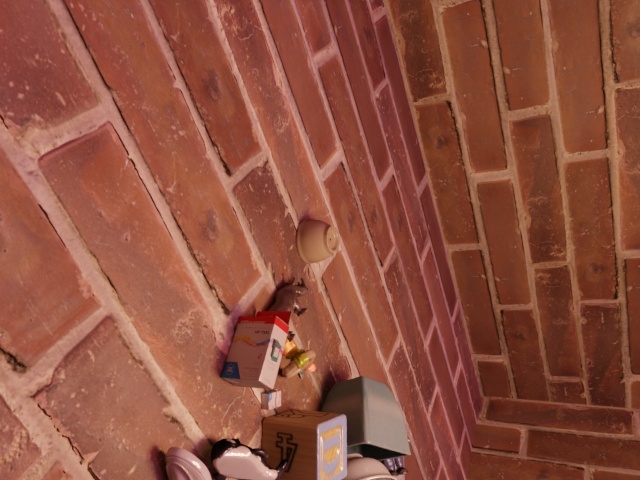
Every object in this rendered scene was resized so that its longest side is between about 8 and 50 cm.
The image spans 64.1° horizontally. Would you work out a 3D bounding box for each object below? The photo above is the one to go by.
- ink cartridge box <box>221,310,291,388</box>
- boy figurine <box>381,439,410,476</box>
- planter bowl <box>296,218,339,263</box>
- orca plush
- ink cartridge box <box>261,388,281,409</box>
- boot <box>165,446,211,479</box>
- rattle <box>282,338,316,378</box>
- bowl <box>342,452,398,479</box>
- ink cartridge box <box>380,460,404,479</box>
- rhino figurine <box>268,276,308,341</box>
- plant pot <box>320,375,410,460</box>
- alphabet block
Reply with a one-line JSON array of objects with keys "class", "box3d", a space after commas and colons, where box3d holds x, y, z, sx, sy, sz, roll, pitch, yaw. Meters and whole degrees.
[{"class": "ink cartridge box", "box3d": [-0.175, 0.290, 1.435, 0.078, 0.134, 0.231, 49, 45, -46]}, {"class": "boy figurine", "box3d": [0.301, 0.859, 2.204, 0.177, 0.092, 0.285, -3, 71, -18]}, {"class": "planter bowl", "box3d": [0.000, 0.000, 1.813, 0.162, 0.109, 0.162, 12, 76, -59]}, {"class": "orca plush", "box3d": [-0.198, 0.578, 1.391, 0.287, 0.151, 0.102, 29, 24, -40]}, {"class": "ink cartridge box", "box3d": [-0.146, 0.488, 1.571, 0.083, 0.028, 0.048, 10, 78, -61]}, {"class": "boot", "box3d": [-0.311, 0.610, 1.188, 0.123, 0.095, 0.258, -62, 139, -54]}, {"class": "rattle", "box3d": [-0.089, 0.379, 1.687, 0.130, 0.142, 0.199, -58, 163, 1]}, {"class": "bowl", "box3d": [0.102, 0.812, 1.708, 0.298, 0.298, 0.134, 53, 5, -44]}, {"class": "ink cartridge box", "box3d": [0.321, 1.012, 2.293, 0.127, 0.072, 0.175, 4, 84, -60]}, {"class": "rhino figurine", "box3d": [-0.099, 0.205, 1.631, 0.106, 0.073, 0.243, 35, 46, -10]}, {"class": "plant pot", "box3d": [0.148, 0.635, 1.829, 0.247, 0.247, 0.252, 31, 46, -35]}, {"class": "alphabet block", "box3d": [-0.047, 0.633, 1.559, 0.192, 0.197, 0.194, 16, 73, -59]}]
